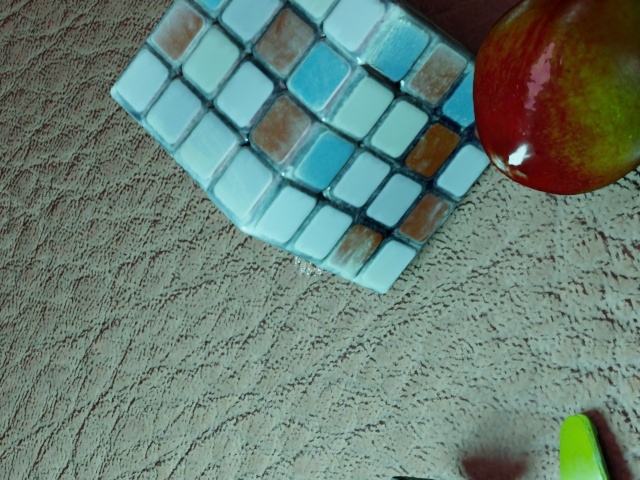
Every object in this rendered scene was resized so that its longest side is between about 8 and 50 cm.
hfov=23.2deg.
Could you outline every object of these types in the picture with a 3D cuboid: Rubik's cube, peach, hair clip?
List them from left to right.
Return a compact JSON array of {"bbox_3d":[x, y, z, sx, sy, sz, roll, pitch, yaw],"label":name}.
[{"bbox_3d":[0.002,-0.139,1.516,0.253,0.256,0.259,-53,52,9],"label":"Rubik's cube"},{"bbox_3d":[0.217,-0.129,1.380,0.197,0.197,0.197,-13,70,40],"label":"peach"},{"bbox_3d":[0.242,0.240,1.361,0.060,0.033,0.188,-28,61,34],"label":"hair clip"}]

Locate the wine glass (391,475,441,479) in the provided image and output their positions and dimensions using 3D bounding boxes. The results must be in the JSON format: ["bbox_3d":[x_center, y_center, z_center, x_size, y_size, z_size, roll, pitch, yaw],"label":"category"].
[{"bbox_3d":[0.099,0.337,1.422,0.103,0.103,0.231,5,86,43],"label":"wine glass"}]

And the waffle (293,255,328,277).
[{"bbox_3d":[0.000,0.000,1.655,0.083,0.029,0.075,-27,61,38],"label":"waffle"}]
